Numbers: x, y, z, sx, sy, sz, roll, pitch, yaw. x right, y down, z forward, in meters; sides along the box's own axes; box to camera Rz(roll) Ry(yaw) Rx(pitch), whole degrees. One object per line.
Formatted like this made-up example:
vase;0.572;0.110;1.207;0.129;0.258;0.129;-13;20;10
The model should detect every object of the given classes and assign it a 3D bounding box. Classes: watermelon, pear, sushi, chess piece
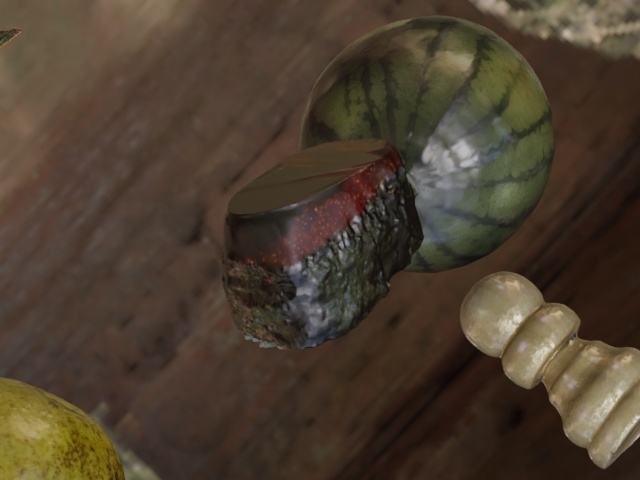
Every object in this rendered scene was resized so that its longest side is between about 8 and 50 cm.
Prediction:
watermelon;0.120;-0.110;1.859;0.279;0.279;0.359;-50;176;26
pear;-0.237;0.202;1.258;0.197;0.197;0.197;-46;173;-7
sushi;0.000;0.000;1.452;0.136;0.126;0.225;-4;-160;30
chess piece;0.280;0.138;1.982;0.143;0.261;0.142;-44;160;-20

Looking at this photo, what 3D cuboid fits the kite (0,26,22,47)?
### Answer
kite;-0.437;-0.226;1.905;0.010;0.190;0.159;97;-2;-65
